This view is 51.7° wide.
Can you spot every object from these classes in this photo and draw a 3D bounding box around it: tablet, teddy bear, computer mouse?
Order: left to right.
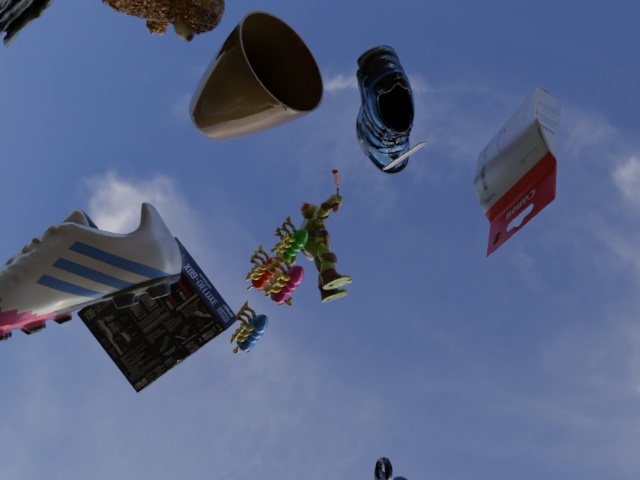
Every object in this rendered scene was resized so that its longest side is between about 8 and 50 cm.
[{"bbox_3d":[-0.378,-0.517,1.411,0.245,0.337,0.113,-16,-126,60],"label":"teddy bear"},{"bbox_3d":[0.140,0.447,1.189,0.041,0.242,0.071,8,-89,-8],"label":"computer mouse"},{"bbox_3d":[0.148,-0.148,1.154,0.083,0.054,0.006,-33,-92,21],"label":"tablet"}]

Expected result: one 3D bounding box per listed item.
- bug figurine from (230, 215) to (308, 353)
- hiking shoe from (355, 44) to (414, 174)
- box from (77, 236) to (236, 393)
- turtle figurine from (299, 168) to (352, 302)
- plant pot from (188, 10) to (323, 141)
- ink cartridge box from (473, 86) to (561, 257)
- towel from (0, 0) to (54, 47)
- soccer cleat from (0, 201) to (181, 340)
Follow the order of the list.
[{"bbox_3d":[-0.095,0.085,1.278,0.072,0.279,0.216,30,-59,-15],"label":"bug figurine"},{"bbox_3d":[0.134,-0.235,1.340,0.113,0.304,0.132,-19,-134,-2],"label":"hiking shoe"},{"bbox_3d":[-0.381,0.176,1.533,0.307,0.076,0.242,-37,-89,21],"label":"box"},{"bbox_3d":[0.000,0.000,1.326,0.269,0.087,0.218,120,-42,-54],"label":"turtle figurine"},{"bbox_3d":[-0.162,-0.324,1.438,0.254,0.237,0.237,-27,-105,38],"label":"plant pot"},{"bbox_3d":[0.321,-0.114,1.105,0.066,0.232,0.189,28,-38,-5],"label":"ink cartridge box"},{"bbox_3d":[-0.229,-0.353,0.657,0.312,0.056,0.325,-2,-114,47],"label":"towel"},{"bbox_3d":[-0.352,0.041,0.866,0.331,0.116,0.143,-15,-92,-16],"label":"soccer cleat"}]
